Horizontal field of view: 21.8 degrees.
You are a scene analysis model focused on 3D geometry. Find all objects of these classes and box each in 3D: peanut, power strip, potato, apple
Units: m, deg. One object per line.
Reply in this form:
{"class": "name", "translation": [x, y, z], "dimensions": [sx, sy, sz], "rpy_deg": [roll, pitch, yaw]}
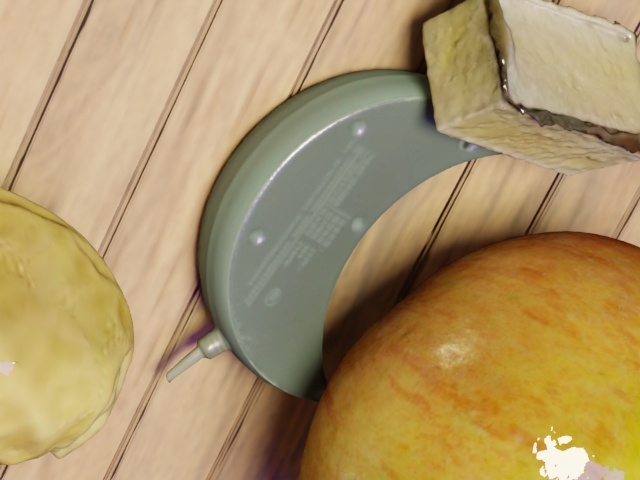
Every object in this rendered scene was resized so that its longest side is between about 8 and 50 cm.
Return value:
{"class": "peanut", "translation": [-0.225, 0.023, 0.709], "dimensions": [0.305, 0.147, 0.147], "rpy_deg": [21, 106, -32]}
{"class": "power strip", "translation": [0.000, 0.000, 0.874], "dimensions": [0.137, 0.044, 0.216], "rpy_deg": [33, 98, -38]}
{"class": "potato", "translation": [0.110, -0.082, 0.848], "dimensions": [0.122, 0.086, 0.061], "rpy_deg": [12, 153, -41]}
{"class": "apple", "translation": [0.114, 0.115, 0.885], "dimensions": [0.261, 0.194, 0.261], "rpy_deg": [-41, 153, -26]}
